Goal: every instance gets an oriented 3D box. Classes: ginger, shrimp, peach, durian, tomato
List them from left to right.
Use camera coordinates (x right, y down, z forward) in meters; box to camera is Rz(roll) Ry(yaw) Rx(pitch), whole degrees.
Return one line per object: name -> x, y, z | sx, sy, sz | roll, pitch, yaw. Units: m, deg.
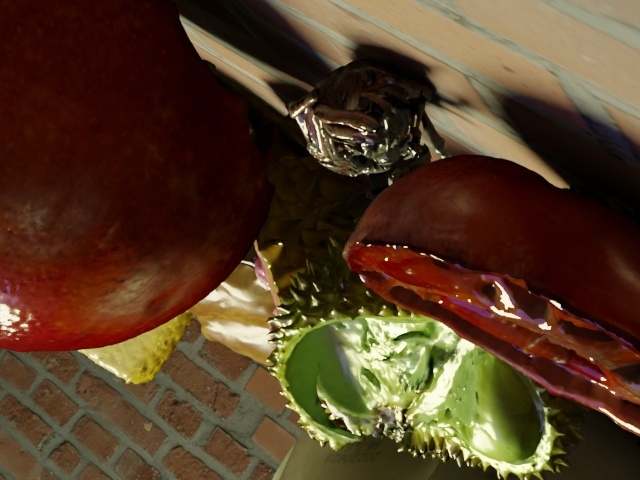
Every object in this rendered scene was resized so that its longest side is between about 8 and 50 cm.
peach -> -0.231, -0.083, 1.144 | 0.406, 0.310, 0.335 | 42, 174, 31
ginger -> -0.074, -0.011, 1.568 | 0.269, 0.200, 0.223 | 27, 142, -4
durian -> -0.001, 0.001, 1.279 | 0.341, 0.112, 0.191 | -101, 5, -52
shrimp -> 0.029, -0.068, 0.898 | 0.073, 0.075, 0.190 | 67, 163, -3
durian -> 0.088, 0.066, 1.067 | 0.237, 0.176, 0.200 | -7, 111, 35
tomato -> 0.133, 0.018, 0.817 | 0.228, 0.101, 0.228 | 28, 172, 4

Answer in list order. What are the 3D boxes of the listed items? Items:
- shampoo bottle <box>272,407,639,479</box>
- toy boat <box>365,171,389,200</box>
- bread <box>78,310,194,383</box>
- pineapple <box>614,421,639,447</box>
shampoo bottle -> 0.127, 0.259, 1.259 | 0.317, 0.322, 0.322 | 53, 172, -15
toy boat -> 0.161, 0.049, 1.358 | 0.292, 0.070, 0.210 | 38, 174, 30
bread -> -0.184, -0.008, 1.818 | 0.143, 0.333, 0.323 | 33, 174, -11
pineapple -> 0.337, 0.212, 1.424 | 0.158, 0.158, 0.278 | 37, -171, -36
